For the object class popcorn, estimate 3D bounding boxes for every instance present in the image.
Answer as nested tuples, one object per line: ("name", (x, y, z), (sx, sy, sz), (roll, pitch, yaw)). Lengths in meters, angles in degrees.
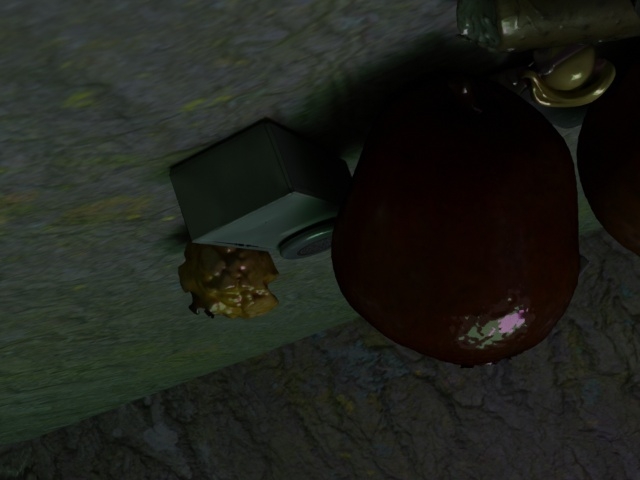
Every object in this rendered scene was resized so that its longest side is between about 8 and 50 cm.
("popcorn", (-0.128, 0.047, 1.053), (0.152, 0.148, 0.167), (-47, 145, -9))

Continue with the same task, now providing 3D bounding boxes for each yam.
("yam", (0.289, -0.226, 0.685), (0.372, 0.083, 0.083), (-15, 167, -24))

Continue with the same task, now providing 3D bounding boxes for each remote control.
("remote control", (0.340, -0.190, 1.034), (0.077, 0.022, 0.245), (-30, 165, 32))

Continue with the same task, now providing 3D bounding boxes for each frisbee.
("frisbee", (0.000, 0.000, 0.953), (0.110, 0.014, 0.110), (-19, 168, -4))

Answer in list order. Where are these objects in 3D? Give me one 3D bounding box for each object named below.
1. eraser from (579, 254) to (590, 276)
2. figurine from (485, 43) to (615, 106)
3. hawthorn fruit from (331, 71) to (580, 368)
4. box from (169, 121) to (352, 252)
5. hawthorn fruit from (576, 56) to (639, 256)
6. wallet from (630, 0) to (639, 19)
("eraser", (0.339, 0.075, 1.132), (0.095, 0.052, 0.225), (-49, 166, 31))
("figurine", (0.236, -0.174, 0.840), (0.187, 0.083, 0.083), (-18, 172, 40))
("hawthorn fruit", (0.149, -0.023, 0.821), (0.295, 0.311, 0.295), (-3, -174, 0))
("box", (-0.052, -0.054, 0.867), (0.130, 0.086, 0.225), (-24, 167, 18))
("hawthorn fruit", (0.539, -0.094, 0.913), (0.403, 0.402, 0.403), (-19, 168, -4))
("wallet", (0.388, -0.199, 0.615), (0.262, 0.220, 0.071), (-18, 172, -9))
